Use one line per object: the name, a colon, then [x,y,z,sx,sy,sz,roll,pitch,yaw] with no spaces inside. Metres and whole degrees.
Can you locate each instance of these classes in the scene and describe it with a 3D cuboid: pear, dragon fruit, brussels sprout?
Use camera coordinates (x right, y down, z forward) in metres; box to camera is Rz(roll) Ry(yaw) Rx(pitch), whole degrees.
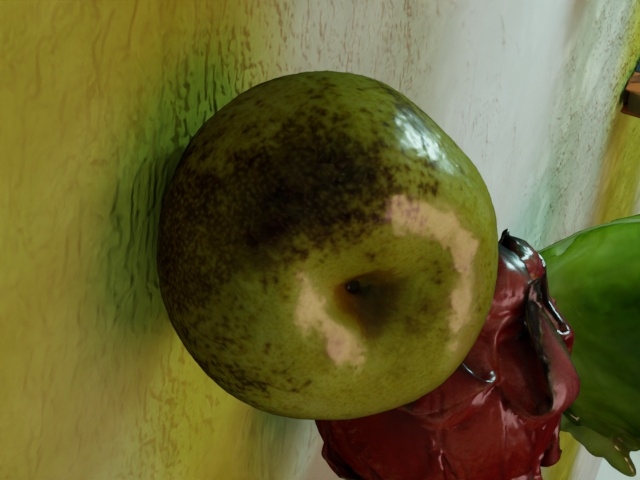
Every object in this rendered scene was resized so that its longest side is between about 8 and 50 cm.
pear: [0.000,0.000,0.798,0.197,0.197,0.197,-52,153,-42]
dragon fruit: [0.104,0.120,1.057,0.234,0.293,0.234,-26,169,-5]
brussels sprout: [0.410,0.105,1.681,0.276,0.371,0.314,-56,162,-47]

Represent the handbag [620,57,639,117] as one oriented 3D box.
handbag: [0.535,-0.208,1.991,0.127,0.190,0.062,-56,157,-38]
